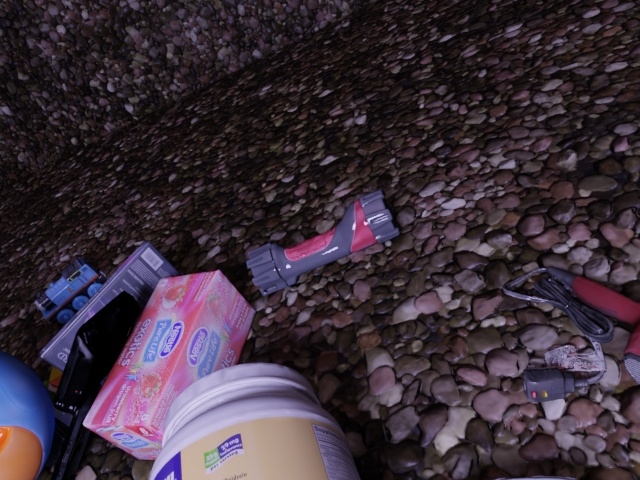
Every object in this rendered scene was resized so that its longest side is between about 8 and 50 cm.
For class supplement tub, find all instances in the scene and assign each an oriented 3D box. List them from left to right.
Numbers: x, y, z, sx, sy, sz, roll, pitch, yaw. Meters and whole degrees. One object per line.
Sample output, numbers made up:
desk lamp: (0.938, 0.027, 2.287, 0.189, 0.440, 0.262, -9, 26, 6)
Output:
supplement tub: (-0.059, 0.325, 0.513, 0.241, 0.241, 0.331, -31, 37, 3)

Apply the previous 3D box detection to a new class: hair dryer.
hair dryer: (0.384, 0.084, 0.599, 0.293, 0.080, 0.224, -12, 41, 25)

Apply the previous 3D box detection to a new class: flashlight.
flashlight: (0.000, 0.000, 0.945, 0.304, 0.103, 0.103, -21, 40, 13)

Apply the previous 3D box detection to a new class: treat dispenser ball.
treat dispenser ball: (-0.573, 0.308, 0.738, 0.288, 0.288, 0.288, -19, 39, 17)

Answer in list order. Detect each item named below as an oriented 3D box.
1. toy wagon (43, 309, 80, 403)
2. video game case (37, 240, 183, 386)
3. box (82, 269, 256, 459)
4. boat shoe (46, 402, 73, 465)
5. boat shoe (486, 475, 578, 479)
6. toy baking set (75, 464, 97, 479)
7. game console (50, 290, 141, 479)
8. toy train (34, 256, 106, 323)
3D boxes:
toy wagon: (-0.504, 0.208, 1.100, 0.267, 0.068, 0.344, -31, 37, 2)
video game case: (-0.374, 0.166, 0.948, 0.026, 0.196, 0.274, 11, 55, 43)
box: (-0.248, 0.215, 0.850, 0.154, 0.142, 0.300, -9, 43, 26)
boat shoe: (-0.595, 0.361, 0.959, 0.302, 0.114, 0.091, 0, 42, 36)
boat shoe: (0.182, 0.289, 0.512, 0.227, 0.081, 0.079, -17, 40, 19)
toy baking set: (-0.397, 0.481, 0.752, 0.196, 0.030, 0.256, -13, 42, 24)
game console: (-0.395, 0.269, 0.798, 0.213, 0.044, 0.361, -108, 39, -79)
toy train: (-0.657, 0.135, 1.259, 0.184, 0.105, 0.080, -44, 38, -15)
